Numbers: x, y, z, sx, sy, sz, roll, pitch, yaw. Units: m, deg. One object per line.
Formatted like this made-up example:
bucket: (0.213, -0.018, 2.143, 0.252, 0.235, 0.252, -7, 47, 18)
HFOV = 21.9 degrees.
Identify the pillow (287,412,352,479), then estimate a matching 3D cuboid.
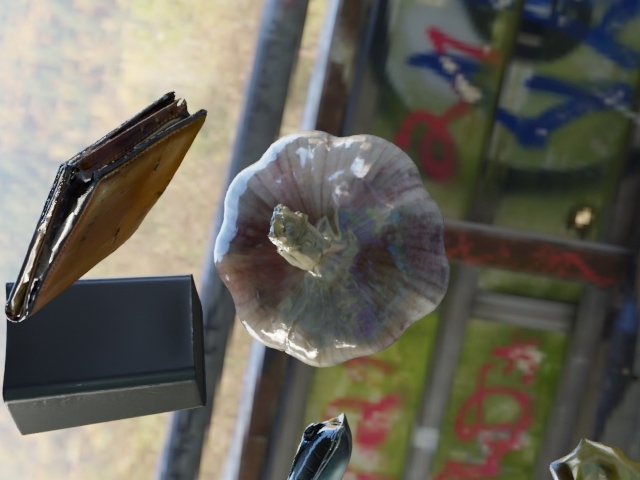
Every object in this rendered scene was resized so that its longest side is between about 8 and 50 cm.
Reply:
pillow: (-0.003, 0.246, 1.732, 0.091, 0.055, 0.135, 31, 100, 64)

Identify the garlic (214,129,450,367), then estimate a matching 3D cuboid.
garlic: (0.000, 0.000, 1.639, 0.253, 0.245, 0.245, 28, -110, -78)

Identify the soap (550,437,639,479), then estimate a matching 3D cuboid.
soap: (0.377, 0.275, 1.275, 0.169, 0.304, 0.338, 93, 154, -62)

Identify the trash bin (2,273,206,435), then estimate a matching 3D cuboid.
trash bin: (-0.257, 0.129, 1.973, 0.115, 0.226, 0.165, 80, -176, -57)

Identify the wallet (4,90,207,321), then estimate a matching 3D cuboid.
wallet: (-0.187, -0.031, 1.395, 0.161, 0.042, 0.195, -39, -12, -46)
